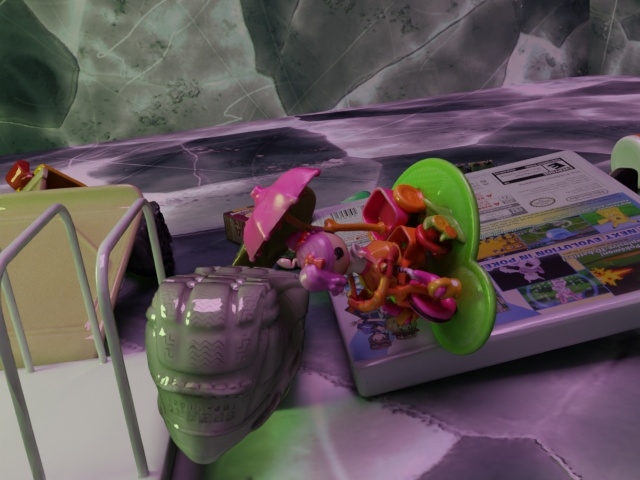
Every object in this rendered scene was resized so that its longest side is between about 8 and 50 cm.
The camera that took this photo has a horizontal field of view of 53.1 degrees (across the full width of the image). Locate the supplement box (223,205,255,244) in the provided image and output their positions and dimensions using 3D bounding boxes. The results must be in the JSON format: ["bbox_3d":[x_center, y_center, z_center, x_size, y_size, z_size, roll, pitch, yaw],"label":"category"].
[{"bbox_3d":[-0.098,-0.020,0.934,0.055,0.043,0.083,-18,21,-31],"label":"supplement box"}]

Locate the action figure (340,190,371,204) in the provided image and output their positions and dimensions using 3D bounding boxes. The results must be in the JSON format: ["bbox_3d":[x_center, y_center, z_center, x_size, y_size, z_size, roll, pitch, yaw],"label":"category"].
[{"bbox_3d":[0.115,0.002,0.765,0.137,0.063,0.232,-7,23,-8],"label":"action figure"}]

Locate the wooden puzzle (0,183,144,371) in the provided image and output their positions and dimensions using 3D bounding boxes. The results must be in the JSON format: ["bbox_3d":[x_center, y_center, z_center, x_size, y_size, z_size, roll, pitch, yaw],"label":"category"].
[{"bbox_3d":[-0.309,0.041,0.671,0.221,0.044,0.238,-4,47,4],"label":"wooden puzzle"}]

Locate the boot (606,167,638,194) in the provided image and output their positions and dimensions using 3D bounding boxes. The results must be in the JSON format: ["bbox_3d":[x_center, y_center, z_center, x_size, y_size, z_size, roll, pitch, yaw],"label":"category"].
[{"bbox_3d":[0.330,-0.053,0.862,0.198,0.077,0.137,-20,17,-41],"label":"boot"}]

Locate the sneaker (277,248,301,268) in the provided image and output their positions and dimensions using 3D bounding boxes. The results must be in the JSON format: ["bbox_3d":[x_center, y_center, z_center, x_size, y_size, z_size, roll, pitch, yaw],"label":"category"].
[{"bbox_3d":[0.000,0.000,0.818,0.119,0.057,0.047,-9,16,-13],"label":"sneaker"}]

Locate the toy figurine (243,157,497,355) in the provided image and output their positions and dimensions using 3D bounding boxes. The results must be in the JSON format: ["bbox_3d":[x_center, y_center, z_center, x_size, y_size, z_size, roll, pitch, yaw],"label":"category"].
[{"bbox_3d":[0.024,0.007,0.472,0.159,0.130,0.173,5,45,-28],"label":"toy figurine"}]

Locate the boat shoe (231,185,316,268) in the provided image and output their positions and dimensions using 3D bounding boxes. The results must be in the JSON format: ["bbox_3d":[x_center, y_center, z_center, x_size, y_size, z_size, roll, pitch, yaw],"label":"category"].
[{"bbox_3d":[-0.062,-0.001,0.730,0.152,0.056,0.049,-53,16,-2],"label":"boat shoe"}]

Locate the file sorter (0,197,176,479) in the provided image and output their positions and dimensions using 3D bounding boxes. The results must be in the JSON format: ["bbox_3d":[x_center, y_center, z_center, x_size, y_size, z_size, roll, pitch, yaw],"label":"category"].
[{"bbox_3d":[-0.252,0.078,0.461,0.278,0.173,0.193,-7,18,-4],"label":"file sorter"}]

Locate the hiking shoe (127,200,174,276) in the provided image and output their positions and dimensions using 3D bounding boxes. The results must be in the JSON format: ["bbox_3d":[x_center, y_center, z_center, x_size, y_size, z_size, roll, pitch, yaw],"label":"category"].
[{"bbox_3d":[-0.262,0.011,0.861,0.114,0.086,0.227,-22,14,-6],"label":"hiking shoe"}]

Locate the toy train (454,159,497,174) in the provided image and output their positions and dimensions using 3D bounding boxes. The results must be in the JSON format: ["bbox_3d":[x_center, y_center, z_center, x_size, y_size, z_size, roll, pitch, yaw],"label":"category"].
[{"bbox_3d":[0.252,-0.130,1.202,0.158,0.027,0.036,-7,7,-1],"label":"toy train"}]

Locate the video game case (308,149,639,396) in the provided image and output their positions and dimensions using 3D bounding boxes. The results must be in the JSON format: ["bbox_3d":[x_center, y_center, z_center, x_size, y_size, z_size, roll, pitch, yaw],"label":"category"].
[{"bbox_3d":[0.165,0.008,0.634,0.329,0.036,0.300,-13,28,-3],"label":"video game case"}]

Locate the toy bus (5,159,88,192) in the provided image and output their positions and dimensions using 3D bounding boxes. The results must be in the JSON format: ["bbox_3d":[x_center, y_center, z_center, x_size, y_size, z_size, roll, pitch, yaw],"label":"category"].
[{"bbox_3d":[-0.378,0.001,0.844,0.104,0.191,0.202,31,-12,-39],"label":"toy bus"}]

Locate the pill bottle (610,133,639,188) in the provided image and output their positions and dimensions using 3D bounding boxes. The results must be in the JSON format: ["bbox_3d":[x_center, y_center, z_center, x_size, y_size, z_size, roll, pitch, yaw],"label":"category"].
[{"bbox_3d":[0.547,-0.132,1.010,0.152,0.086,0.086,-11,18,-13],"label":"pill bottle"}]

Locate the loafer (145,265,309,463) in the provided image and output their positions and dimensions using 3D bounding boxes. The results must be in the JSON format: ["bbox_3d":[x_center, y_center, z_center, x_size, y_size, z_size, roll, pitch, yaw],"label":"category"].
[{"bbox_3d":[-0.067,0.079,0.511,0.112,0.111,0.319,3,1,4],"label":"loafer"}]
